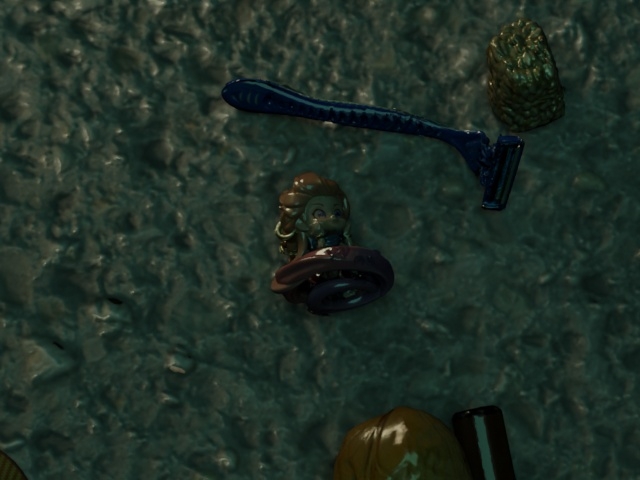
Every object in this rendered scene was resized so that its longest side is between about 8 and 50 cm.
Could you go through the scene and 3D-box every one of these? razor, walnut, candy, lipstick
[{"bbox_3d":[0.054,-0.123,1.884,0.324,0.093,0.056,17,41,7],"label":"razor"},{"bbox_3d":[0.083,0.259,1.777,0.144,0.144,0.180,-16,84,-2],"label":"walnut"},{"bbox_3d":[0.214,-0.172,1.862,0.085,0.110,0.095,-22,65,-2],"label":"candy"},{"bbox_3d":[0.191,0.345,1.800,0.057,0.057,0.357,-10,81,-1],"label":"lipstick"}]

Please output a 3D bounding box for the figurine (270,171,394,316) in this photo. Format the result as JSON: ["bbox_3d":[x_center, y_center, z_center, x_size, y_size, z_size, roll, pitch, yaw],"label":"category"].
[{"bbox_3d":[-0.001,0.009,1.841,0.126,0.114,0.157,-8,47,-31],"label":"figurine"}]

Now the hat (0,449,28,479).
[{"bbox_3d":[-0.388,0.291,1.804,0.193,0.082,0.193,0,81,2],"label":"hat"}]
